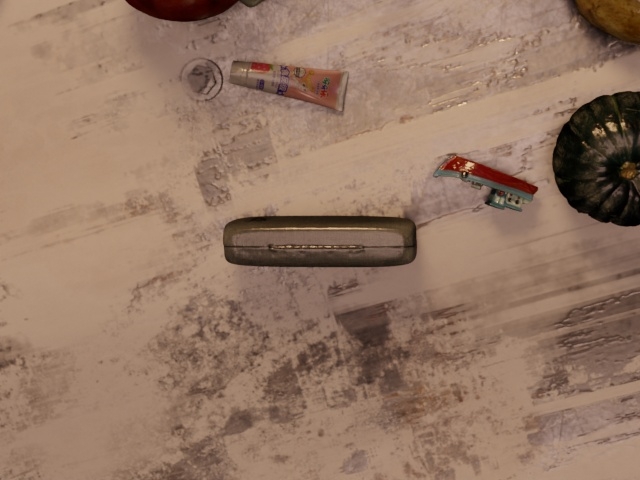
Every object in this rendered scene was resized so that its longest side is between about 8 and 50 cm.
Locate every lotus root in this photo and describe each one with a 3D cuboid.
[{"bbox_3d":[0.475,-0.379,1.406,0.214,0.138,0.138,13,103,14],"label":"lotus root"}]

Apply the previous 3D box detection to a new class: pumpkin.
[{"bbox_3d":[0.480,-0.128,1.436,0.221,0.162,0.220,5,112,12],"label":"pumpkin"}]

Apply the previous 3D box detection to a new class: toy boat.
[{"bbox_3d":[0.273,-0.092,1.511,0.173,0.069,0.058,20,95,-3],"label":"toy boat"}]

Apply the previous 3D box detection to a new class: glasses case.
[{"bbox_3d":[0.000,0.000,1.528,0.323,0.131,0.074,0,99,6],"label":"glasses case"}]

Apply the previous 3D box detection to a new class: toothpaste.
[{"bbox_3d":[-0.054,-0.266,1.527,0.195,0.043,0.067,9,100,-2],"label":"toothpaste"}]

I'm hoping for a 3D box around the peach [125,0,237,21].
[{"bbox_3d":[-0.208,-0.438,1.412,0.243,0.243,0.199,-34,139,12],"label":"peach"}]

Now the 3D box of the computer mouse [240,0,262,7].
[{"bbox_3d":[-0.096,-0.427,1.499,0.110,0.032,0.055,-29,97,21],"label":"computer mouse"}]
